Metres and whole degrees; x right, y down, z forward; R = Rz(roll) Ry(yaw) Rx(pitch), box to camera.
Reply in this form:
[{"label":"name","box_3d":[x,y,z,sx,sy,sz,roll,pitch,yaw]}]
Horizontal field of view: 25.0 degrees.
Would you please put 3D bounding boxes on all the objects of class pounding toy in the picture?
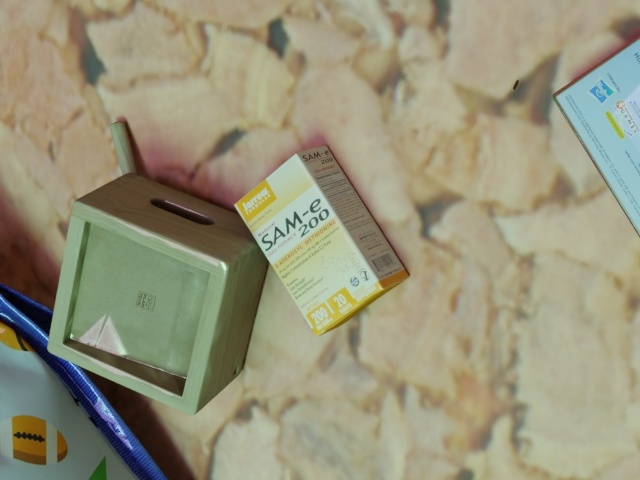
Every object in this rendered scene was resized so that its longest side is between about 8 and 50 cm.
[{"label":"pounding toy","box_3d":[-0.109,0.014,0.936,0.141,0.100,0.130,22,115,15]}]

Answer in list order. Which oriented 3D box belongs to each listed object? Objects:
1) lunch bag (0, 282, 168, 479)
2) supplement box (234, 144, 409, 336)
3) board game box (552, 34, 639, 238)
[{"label":"lunch bag","box_3d":[-0.283,0.212,1.010,0.385,0.239,0.328,51,126,3]},{"label":"supplement box","box_3d":[0.000,0.000,0.884,0.062,0.036,0.098,-38,80,34]},{"label":"board game box","box_3d":[0.249,0.006,0.728,0.145,0.027,0.281,-35,82,36]}]
